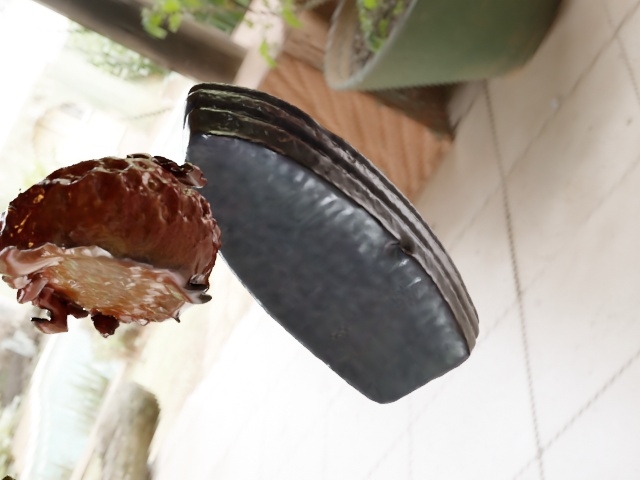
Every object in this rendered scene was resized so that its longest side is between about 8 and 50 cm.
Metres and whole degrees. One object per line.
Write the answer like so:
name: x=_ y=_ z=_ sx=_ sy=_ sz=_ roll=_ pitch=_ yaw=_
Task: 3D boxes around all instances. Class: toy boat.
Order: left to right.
toy boat: x=0.000 y=0.000 z=0.855 sx=0.127 sy=0.283 sz=0.078 roll=-34 pitch=21 yaw=26

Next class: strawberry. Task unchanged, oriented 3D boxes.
strawberry: x=-0.123 y=0.001 z=0.658 sx=0.188 sy=0.121 sz=0.082 roll=141 pitch=136 yaw=-67

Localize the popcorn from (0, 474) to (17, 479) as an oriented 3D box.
popcorn: x=-0.361 y=0.365 z=1.396 sx=0.142 sy=0.173 sz=0.173 roll=-24 pitch=6 yaw=-14
